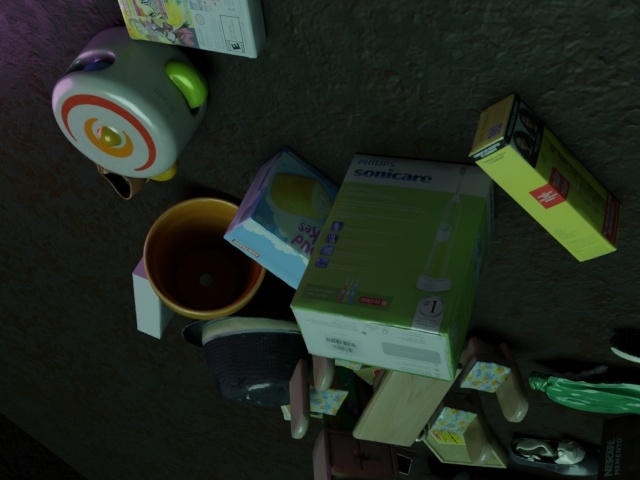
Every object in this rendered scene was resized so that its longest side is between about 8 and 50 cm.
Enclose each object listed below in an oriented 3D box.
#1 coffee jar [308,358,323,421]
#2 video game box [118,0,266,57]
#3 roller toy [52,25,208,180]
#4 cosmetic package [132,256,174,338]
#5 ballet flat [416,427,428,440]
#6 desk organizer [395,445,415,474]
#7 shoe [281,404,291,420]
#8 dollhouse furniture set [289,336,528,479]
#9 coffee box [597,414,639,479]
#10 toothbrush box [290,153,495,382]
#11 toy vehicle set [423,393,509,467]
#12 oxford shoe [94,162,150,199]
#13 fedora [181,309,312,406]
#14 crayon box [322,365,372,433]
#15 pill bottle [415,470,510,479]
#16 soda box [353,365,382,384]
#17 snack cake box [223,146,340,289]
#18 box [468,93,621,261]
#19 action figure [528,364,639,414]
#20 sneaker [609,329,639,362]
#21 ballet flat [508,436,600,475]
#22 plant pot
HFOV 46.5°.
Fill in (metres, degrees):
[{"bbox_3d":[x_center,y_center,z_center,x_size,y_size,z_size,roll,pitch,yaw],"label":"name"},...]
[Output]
[{"bbox_3d":[-0.028,0.334,1.681,0.096,0.079,0.184,6,141,35],"label":"coffee jar"},{"bbox_3d":[-0.169,-0.328,0.907,0.187,0.048,0.205,11,144,13],"label":"video game box"},{"bbox_3d":[-0.273,-0.189,1.064,0.191,0.146,0.209,27,146,-5],"label":"roller toy"},{"bbox_3d":[-0.336,0.102,1.532,0.060,0.099,0.239,20,145,3],"label":"cosmetic package"},{"bbox_3d":[0.212,0.417,1.633,0.041,0.041,0.114,9,143,19],"label":"ballet flat"},{"bbox_3d":[0.169,0.543,1.882,0.130,0.050,0.047,15,145,11],"label":"desk organizer"},{"bbox_3d":[-0.077,0.385,1.785,0.058,0.076,0.219,5,144,16],"label":"shoe"},{"bbox_3d":[0.123,0.367,1.318,0.362,0.256,0.394,12,127,-15],"label":"dollhouse furniture set"},{"bbox_3d":[0.670,0.474,1.406,0.297,0.168,0.119,35,143,-16],"label":"coffee box"},{"bbox_3d":[0.110,0.027,1.017,0.206,0.283,0.122,7,144,20],"label":"toothbrush box"},{"bbox_3d":[0.297,0.426,1.665,0.166,0.035,0.267,-6,136,35],"label":"toy vehicle set"},{"bbox_3d":[-0.346,-0.154,1.217,0.076,0.076,0.212,3,139,29],"label":"oxford shoe"},{"bbox_3d":[-0.126,0.246,1.484,0.334,0.152,0.334,1,158,0],"label":"fedora"},{"bbox_3d":[0.083,0.415,1.646,0.081,0.165,0.278,-15,135,12],"label":"crayon box"},{"bbox_3d":[0.423,0.684,1.772,0.407,0.229,0.229,7,142,22],"label":"pill bottle"},{"bbox_3d":[0.152,0.236,1.469,0.058,0.061,0.181,42,141,-24],"label":"soda box"},{"bbox_3d":[0.000,0.000,1.159,0.264,0.152,0.089,36,143,-19],"label":"snack cake box"},{"bbox_3d":[0.292,-0.076,0.953,0.232,0.087,0.058,40,142,-22],"label":"box"},{"bbox_3d":[0.488,0.264,1.317,0.232,0.063,0.137,7,145,15],"label":"action figure"},{"bbox_3d":[0.546,0.194,1.195,0.161,0.057,0.075,8,137,16],"label":"sneaker"},{"bbox_3d":[0.489,0.446,1.559,0.203,0.074,0.074,-2,139,34],"label":"ballet flat"},{"bbox_3d":[-0.201,0.051,1.321,0.205,0.205,0.188,23,161,0],"label":"plant pot"}]
